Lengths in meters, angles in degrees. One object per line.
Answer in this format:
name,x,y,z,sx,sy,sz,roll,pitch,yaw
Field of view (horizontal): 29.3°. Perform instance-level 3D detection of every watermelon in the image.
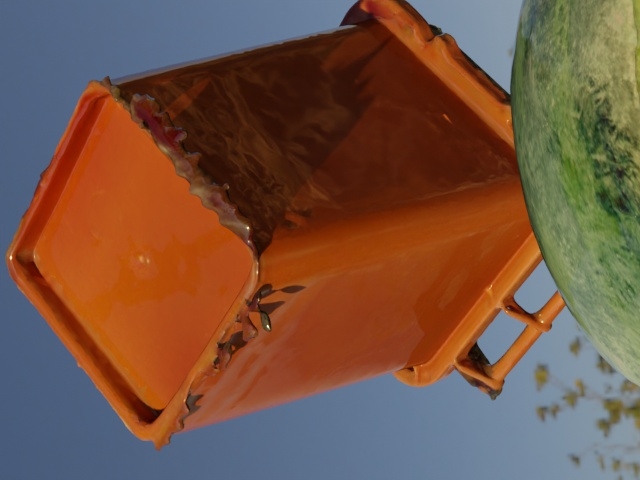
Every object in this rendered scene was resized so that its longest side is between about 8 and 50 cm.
watermelon,0.148,-0.114,0.461,0.322,0.188,0.175,-49,-67,-21

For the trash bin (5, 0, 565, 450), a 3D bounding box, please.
trash bin,0.000,0.000,0.559,0.184,0.161,0.239,46,-146,19
